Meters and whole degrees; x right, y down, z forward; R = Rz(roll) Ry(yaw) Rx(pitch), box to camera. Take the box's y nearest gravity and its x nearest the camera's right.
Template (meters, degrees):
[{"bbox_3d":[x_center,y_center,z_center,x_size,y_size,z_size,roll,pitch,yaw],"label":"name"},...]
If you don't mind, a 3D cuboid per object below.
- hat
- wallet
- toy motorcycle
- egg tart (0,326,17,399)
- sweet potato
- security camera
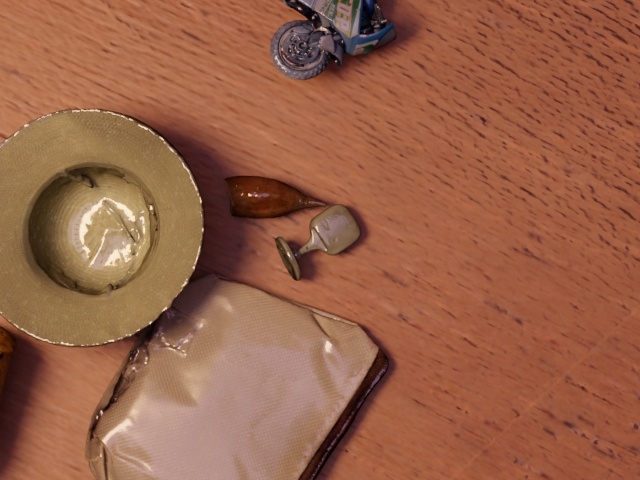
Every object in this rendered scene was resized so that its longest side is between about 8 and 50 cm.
[{"bbox_3d":[-0.245,-0.013,1.703,0.257,0.130,0.257,0,89,3],"label":"hat"},{"bbox_3d":[-0.101,0.203,1.727,0.274,0.068,0.335,31,83,0],"label":"wallet"},{"bbox_3d":[0.027,-0.292,1.722,0.135,0.092,0.255,11,79,-6],"label":"toy motorcycle"},{"bbox_3d":[-0.433,0.163,1.681,0.215,0.215,0.171,1,102,3],"label":"egg tart"},{"bbox_3d":[-0.051,-0.046,1.735,0.117,0.049,0.049,6,88,6],"label":"sweet potato"},{"bbox_3d":[0.000,0.000,1.737,0.092,0.058,0.058,-27,87,-11],"label":"security camera"}]
